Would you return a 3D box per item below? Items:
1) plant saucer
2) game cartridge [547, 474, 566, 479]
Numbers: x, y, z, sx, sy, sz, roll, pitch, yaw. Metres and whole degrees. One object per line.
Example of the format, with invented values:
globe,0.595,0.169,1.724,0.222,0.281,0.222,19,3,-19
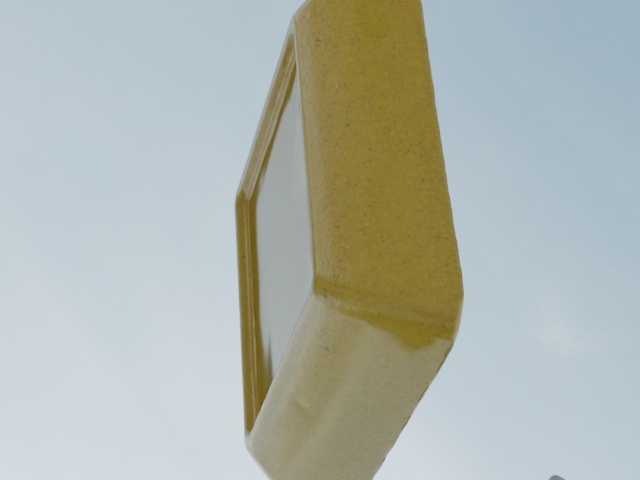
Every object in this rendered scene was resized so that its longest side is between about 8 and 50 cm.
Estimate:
plant saucer,0.000,0.000,1.080,0.081,0.333,0.333,5,-125,-14
game cartridge,0.084,0.288,0.972,0.060,0.294,0.196,33,-46,14
